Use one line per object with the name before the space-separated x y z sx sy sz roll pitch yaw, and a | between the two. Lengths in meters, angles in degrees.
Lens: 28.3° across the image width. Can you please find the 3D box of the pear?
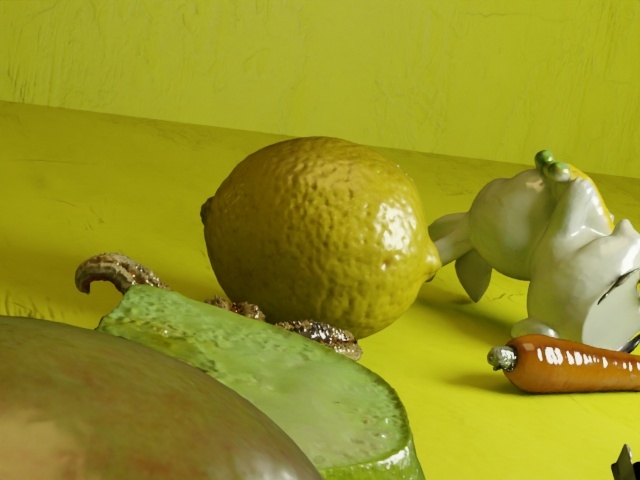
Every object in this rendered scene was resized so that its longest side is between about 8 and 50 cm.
pear | -0.060 0.174 0.888 0.282 0.176 0.286 13 18 3

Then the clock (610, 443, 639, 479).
clock | 0.343 0.239 0.917 0.253 0.083 0.186 6 49 -17

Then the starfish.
starfish | -0.105 0.107 1.277 0.312 0.113 0.303 18 15 -8

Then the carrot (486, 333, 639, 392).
carrot | 0.332 0.156 1.506 0.336 0.069 0.069 10 12 -30

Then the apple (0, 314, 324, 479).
apple | -0.121 0.181 0.503 0.277 0.319 0.319 -5 17 -14

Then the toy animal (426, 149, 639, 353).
toy animal | 0.292 0.022 1.679 0.310 0.247 0.183 41 13 37

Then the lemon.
lemon | 0.000 -0.001 1.498 0.267 0.267 0.267 10 13 -2
